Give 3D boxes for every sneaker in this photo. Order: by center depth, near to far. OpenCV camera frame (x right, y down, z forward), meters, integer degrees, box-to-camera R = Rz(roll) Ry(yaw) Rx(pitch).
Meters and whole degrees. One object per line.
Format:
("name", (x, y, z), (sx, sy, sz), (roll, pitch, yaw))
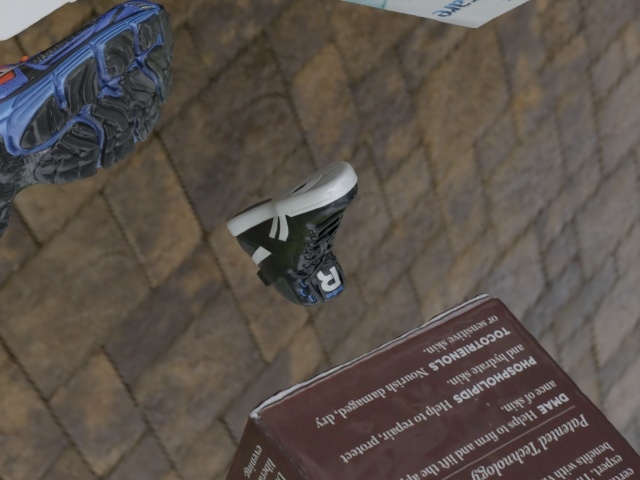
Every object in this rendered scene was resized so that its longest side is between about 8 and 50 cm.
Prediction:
("sneaker", (-0.170, -0.066, 0.787), (0.221, 0.087, 0.083), (-38, 150, -22))
("sneaker", (0.000, 0.000, 1.451), (0.079, 0.217, 0.121), (-38, 99, -27))

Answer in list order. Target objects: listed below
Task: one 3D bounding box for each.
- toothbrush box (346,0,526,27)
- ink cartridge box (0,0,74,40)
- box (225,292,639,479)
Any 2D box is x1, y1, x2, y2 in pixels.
("toothbrush box", (-0.001, -0.264, 0.861), (0.295, 0.126, 0.216), (9, 80, -22))
("ink cartridge box", (-0.195, -0.357, 1.296), (0.353, 0.119, 0.207), (-35, 141, -13))
("box", (0.066, 0.172, 0.747), (0.167, 0.203, 0.168), (-23, 151, -35))
